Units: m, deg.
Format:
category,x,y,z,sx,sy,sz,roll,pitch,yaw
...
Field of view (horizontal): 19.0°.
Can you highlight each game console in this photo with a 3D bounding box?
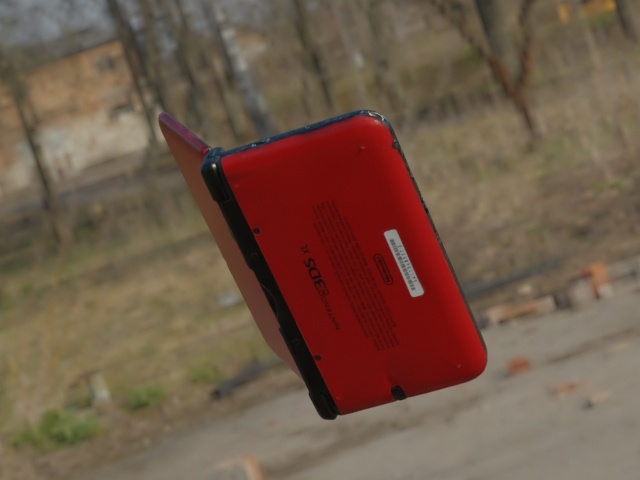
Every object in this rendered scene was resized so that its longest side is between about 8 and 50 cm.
category,x,y,z,sx,sy,sz,roll,pitch,yaw
game console,0.000,0.000,0.879,0.124,0.144,0.085,-17,28,17
